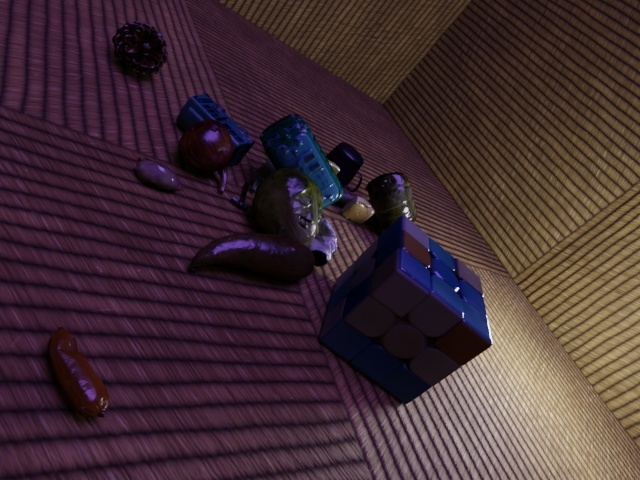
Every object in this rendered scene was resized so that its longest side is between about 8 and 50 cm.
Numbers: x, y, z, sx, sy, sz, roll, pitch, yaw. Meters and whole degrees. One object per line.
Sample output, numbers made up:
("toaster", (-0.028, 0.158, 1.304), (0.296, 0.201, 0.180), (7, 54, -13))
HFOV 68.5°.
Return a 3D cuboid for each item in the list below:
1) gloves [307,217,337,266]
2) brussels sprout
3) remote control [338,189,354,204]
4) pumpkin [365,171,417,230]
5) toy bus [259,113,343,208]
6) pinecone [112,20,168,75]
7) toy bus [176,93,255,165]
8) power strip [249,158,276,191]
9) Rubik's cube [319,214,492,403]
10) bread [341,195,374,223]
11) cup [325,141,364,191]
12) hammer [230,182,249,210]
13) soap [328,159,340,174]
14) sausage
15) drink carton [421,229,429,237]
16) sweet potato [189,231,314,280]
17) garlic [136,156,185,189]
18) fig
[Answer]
("gloves", (0.000, 0.006, 1.624), (0.119, 0.097, 0.229), (-2, 39, 10))
("brussels sprout", (-0.100, -0.097, 1.510), (0.219, 0.210, 0.271), (10, 56, -58))
("remote control", (0.032, -0.211, 2.018), (0.313, 0.055, 0.109), (17, 19, -36))
("pumpkin", (0.306, -0.145, 2.114), (0.325, 0.242, 0.232), (50, 29, -68))
("toy bus", (-0.062, -0.263, 1.685), (0.343, 0.184, 0.199), (57, 3, -26))
("pinecone", (-0.636, -0.678, 1.674), (0.186, 0.168, 0.212), (1, 34, -34))
("toy bus", (-0.374, -0.388, 1.648), (0.256, 0.128, 0.147), (45, 26, 3))
("power strip", (-0.195, -0.235, 1.749), (0.093, 0.053, 0.288), (39, 26, -9))
("Rubik's cube", (0.249, 0.199, 1.402), (0.344, 0.347, 0.346), (37, 27, -9))
("bread", (0.162, -0.135, 2.022), (0.125, 0.106, 0.082), (28, 31, -31))
("cup", (0.116, -0.331, 2.167), (0.223, 0.176, 0.169), (50, 25, 15))
("hammer", (-0.261, -0.160, 1.588), (0.065, 0.021, 0.178), (32, 29, -18))
("soap", (-0.069, -0.336, 1.952), (0.274, 0.089, 0.173), (22, 2, -39))
("sausage", (-0.416, 0.226, 0.797), (0.183, 0.054, 0.062), (49, -4, 16))
("drink carton", (0.383, 0.031, 2.047), (0.222, 0.134, 0.101), (-3, 55, -54))
("sweet potato", (-0.166, 0.043, 1.314), (0.423, 0.130, 0.130), (9, 42, -46))
("garlic", (-0.448, -0.186, 1.325), (0.152, 0.066, 0.084), (30, 28, -19))
("fig", (-0.350, -0.279, 1.518), (0.207, 0.175, 0.175), (55, 19, -32))
